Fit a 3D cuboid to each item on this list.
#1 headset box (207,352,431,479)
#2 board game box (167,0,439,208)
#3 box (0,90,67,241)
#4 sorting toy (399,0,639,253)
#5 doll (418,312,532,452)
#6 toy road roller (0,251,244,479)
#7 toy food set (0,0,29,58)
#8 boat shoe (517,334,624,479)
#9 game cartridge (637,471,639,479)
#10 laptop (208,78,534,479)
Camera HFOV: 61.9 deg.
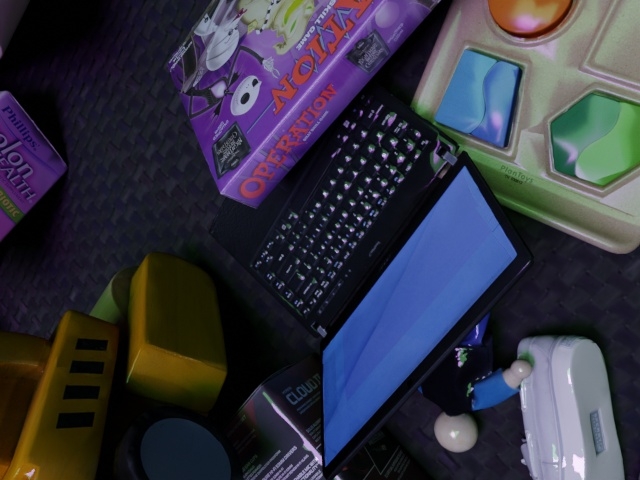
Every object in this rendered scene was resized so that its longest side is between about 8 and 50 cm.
[{"bbox_3d":[-0.013,0.269,0.492,0.293,0.110,0.218,44,110,15],"label":"headset box"},{"bbox_3d":[0.007,-0.217,0.436,0.347,0.056,0.208,-46,54,21],"label":"board game box"},{"bbox_3d":[-0.461,-0.046,0.599,0.213,0.243,0.117,3,139,24],"label":"box"},{"bbox_3d":[0.226,-0.111,0.388,0.307,0.041,0.229,28,105,21],"label":"sorting toy"},{"bbox_3d":[0.116,0.089,0.449,0.129,0.046,0.189,8,100,45],"label":"doll"},{"bbox_3d":[-0.222,0.140,0.444,0.202,0.240,0.329,-52,29,19],"label":"toy road roller"},{"bbox_3d":[-0.385,-0.281,0.562,0.306,0.092,0.219,-2,67,38],"label":"toy food set"},{"bbox_3d":[0.189,0.165,0.421,0.063,0.066,0.184,-4,99,58],"label":"boat shoe"},{"bbox_3d":[0.324,0.307,0.370,0.230,0.068,0.355,12,99,19],"label":"game cartridge"},{"bbox_3d":[0.000,0.000,0.434,0.264,0.136,0.234,42,118,16],"label":"laptop"}]
